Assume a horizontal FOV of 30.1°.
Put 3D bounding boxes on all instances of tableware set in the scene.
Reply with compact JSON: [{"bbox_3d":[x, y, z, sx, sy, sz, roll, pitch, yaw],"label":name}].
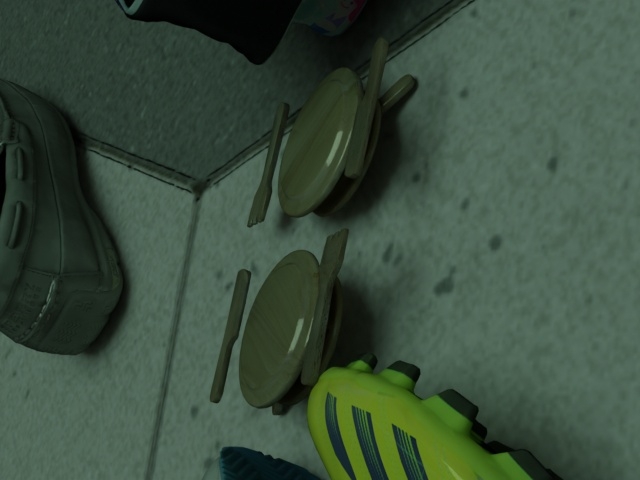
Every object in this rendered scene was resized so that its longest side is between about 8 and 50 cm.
[{"bbox_3d":[0.000,0.000,0.645,0.128,0.039,0.194,-21,53,60],"label":"tableware set"}]

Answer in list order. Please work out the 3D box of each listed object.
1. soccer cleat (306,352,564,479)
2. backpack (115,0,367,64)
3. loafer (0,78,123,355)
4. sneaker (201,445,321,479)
[{"bbox_3d":[0.062,0.144,0.455,0.121,0.093,0.289,-50,42,-2],"label":"soccer cleat"},{"bbox_3d":[-0.047,-0.251,0.684,0.225,0.191,0.253,-58,46,26],"label":"backpack"},{"bbox_3d":[-0.243,-0.039,0.894,0.112,0.111,0.319,-57,40,16],"label":"loafer"},{"bbox_3d":[-0.014,0.191,0.543,0.092,0.087,0.229,-53,40,23],"label":"sneaker"}]
